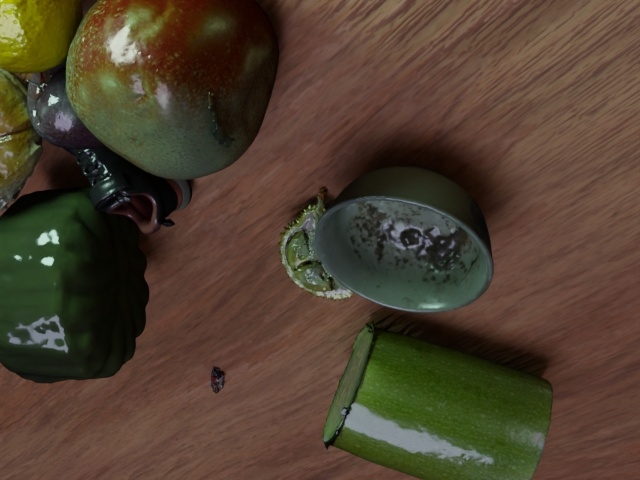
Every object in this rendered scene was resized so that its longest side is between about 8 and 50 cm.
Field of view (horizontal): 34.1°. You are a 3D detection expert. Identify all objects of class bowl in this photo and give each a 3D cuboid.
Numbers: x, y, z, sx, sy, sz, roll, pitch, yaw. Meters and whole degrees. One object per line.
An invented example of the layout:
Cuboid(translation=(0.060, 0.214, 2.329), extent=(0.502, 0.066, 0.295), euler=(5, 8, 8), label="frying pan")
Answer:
Cuboid(translation=(0.146, -0.025, 1.678), extent=(0.289, 0.146, 0.289), euler=(12, 144, 9), label="bowl")

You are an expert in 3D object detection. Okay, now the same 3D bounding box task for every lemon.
Cuboid(translation=(-0.429, -0.335, 1.486), extent=(0.180, 0.180, 0.193), euler=(19, 127, -3), label="lemon")

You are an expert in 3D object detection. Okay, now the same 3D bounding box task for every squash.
Cuboid(translation=(0.223, 0.330, 2.006), extent=(0.384, 0.263, 0.263), euler=(18, 143, -1), label="squash")

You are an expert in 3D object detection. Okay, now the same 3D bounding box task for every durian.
Cuboid(translation=(0.000, 0.000, 1.819), extent=(0.146, 0.102, 0.208), euler=(4, 118, 13), label="durian")

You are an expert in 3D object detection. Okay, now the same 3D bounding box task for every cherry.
Cuboid(translation=(-0.374, -0.216, 1.626), extent=(0.176, 0.176, 0.140), euler=(30, 117, -16), label="cherry")

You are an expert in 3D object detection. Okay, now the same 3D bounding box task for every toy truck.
Cuboid(translation=(-0.236, 0.319, 2.368), extent=(0.032, 0.024, 0.083), euler=(41, 151, 18), label="toy truck")

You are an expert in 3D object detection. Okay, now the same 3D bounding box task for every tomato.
Cuboid(translation=(-0.206, -0.229, 1.469), extent=(0.303, 0.239, 0.303), euler=(8, 146, 5), label="tomato")

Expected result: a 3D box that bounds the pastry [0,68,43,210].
Cuboid(translation=(-0.580, -0.180, 1.706), extent=(0.257, 0.121, 0.236), euler=(15, 104, -5), label="pastry")

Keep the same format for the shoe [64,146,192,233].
Cuboid(translation=(-0.358, -0.111, 1.771), extent=(0.291, 0.137, 0.114), euler=(38, 138, -21), label="shoe")

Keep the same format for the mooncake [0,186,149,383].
Cuboid(translation=(-0.441, 0.078, 1.870), extent=(0.194, 0.356, 0.356), euler=(0, 140, 14), label="mooncake")
